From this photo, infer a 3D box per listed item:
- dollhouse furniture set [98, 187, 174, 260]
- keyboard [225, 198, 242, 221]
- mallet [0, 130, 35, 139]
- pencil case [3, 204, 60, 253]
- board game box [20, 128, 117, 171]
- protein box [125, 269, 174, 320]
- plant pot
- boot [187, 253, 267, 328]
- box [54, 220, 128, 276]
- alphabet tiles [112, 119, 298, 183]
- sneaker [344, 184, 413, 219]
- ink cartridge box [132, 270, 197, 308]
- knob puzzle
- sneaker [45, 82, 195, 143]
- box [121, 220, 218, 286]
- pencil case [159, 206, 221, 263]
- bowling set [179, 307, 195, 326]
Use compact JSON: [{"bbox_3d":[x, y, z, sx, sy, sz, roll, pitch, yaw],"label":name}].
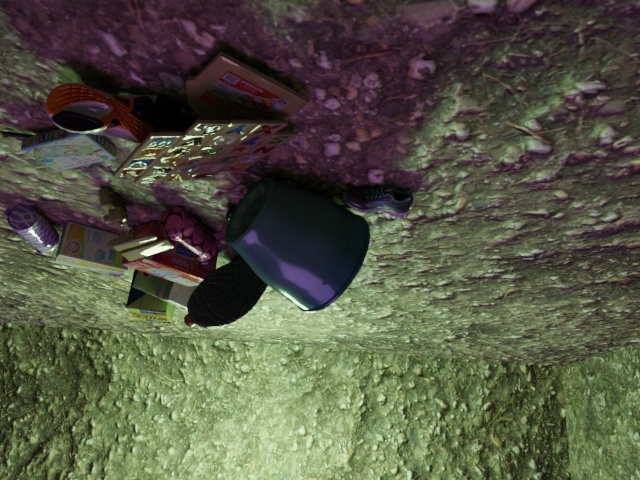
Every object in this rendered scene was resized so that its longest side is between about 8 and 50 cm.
[{"bbox_3d":[-0.476,-0.054,1.384,0.123,0.151,0.144,-17,159,-2],"label":"dollhouse furniture set"},{"bbox_3d":[-0.208,-0.056,1.431,0.100,0.038,0.192,10,158,-14],"label":"keyboard"},{"bbox_3d":[-0.669,-0.219,1.113,0.190,0.039,0.062,9,158,-22],"label":"mallet"},{"bbox_3d":[-0.846,-0.034,1.576,0.088,0.086,0.206,29,157,3],"label":"pencil case"},{"bbox_3d":[-0.527,-0.193,1.123,0.154,0.026,0.103,-10,156,14],"label":"board game box"},{"bbox_3d":[-0.585,0.173,1.889,0.136,0.199,0.201,9,160,-7],"label":"protein box"},{"bbox_3d":[-0.069,-0.009,1.246,0.255,0.271,0.272,34,148,-25],"label":"plant pot"},{"bbox_3d":[-0.284,0.159,1.625,0.146,0.367,0.445,51,150,-3],"label":"boot"},{"bbox_3d":[-0.704,0.031,1.662,0.203,0.114,0.103,18,155,-28],"label":"box"},{"bbox_3d":[-0.220,-0.163,1.014,0.285,0.011,0.343,-9,175,-37],"label":"alphabet tiles"},{"bbox_3d":[0.138,-0.101,1.222,0.167,0.064,0.076,7,143,-15],"label":"sneaker"},{"bbox_3d":[-0.489,0.112,1.745,0.056,0.171,0.235,8,162,26],"label":"ink cartridge box"},{"bbox_3d":[-0.143,-0.245,0.926,0.213,0.029,0.213,4,159,1],"label":"knob puzzle"},{"bbox_3d":[-0.359,-0.226,0.972,0.263,0.099,0.121,10,-174,-34],"label":"sneaker"},{"bbox_3d":[-0.455,0.047,1.636,0.128,0.122,0.257,-12,153,38],"label":"box"},{"bbox_3d":[-0.367,-0.012,1.497,0.095,0.098,0.209,-2,157,19],"label":"pencil case"},{"bbox_3d":[-0.457,0.246,2.076,0.154,0.199,0.287,20,159,-37],"label":"bowling set"}]
